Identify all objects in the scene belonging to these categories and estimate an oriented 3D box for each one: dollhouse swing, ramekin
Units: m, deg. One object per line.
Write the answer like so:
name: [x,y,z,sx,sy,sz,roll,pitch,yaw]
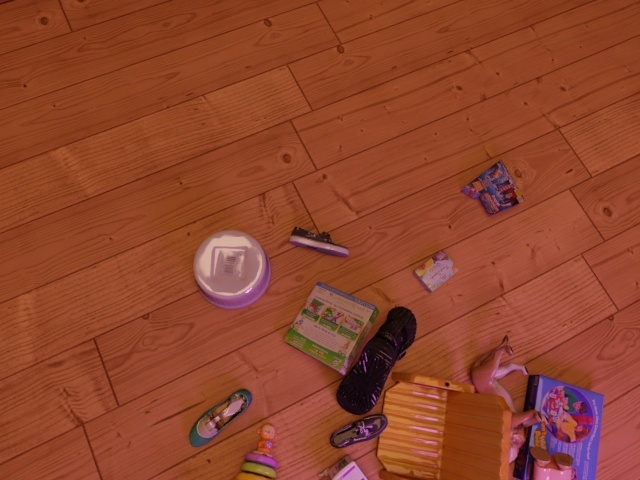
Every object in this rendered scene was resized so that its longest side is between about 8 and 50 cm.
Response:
dollhouse swing: [0.368,0.606,1.463,0.316,0.305,0.346,11,73,-1]
ramekin: [-0.314,0.095,1.658,0.278,0.135,0.276,1,72,-4]

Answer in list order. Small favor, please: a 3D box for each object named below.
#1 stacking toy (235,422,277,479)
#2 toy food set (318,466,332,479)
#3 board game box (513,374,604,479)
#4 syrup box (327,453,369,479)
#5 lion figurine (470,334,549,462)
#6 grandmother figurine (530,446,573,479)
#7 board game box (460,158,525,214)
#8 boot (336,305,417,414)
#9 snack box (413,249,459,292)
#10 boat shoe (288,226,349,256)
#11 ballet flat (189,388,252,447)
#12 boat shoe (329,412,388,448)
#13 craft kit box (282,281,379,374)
stacking toy: [-0.194,0.728,1.479,0.175,0.165,0.301,20,57,-8]
toy food set: [0.061,0.767,1.536,0.122,0.019,0.077,-23,76,-11]
board game box: [0.808,0.660,1.595,0.234,0.078,0.346,18,72,1]
syrup box: [0.131,0.803,1.476,0.096,0.093,0.236,-36,86,-13]
lion figurine: [0.596,0.537,1.591,0.240,0.142,0.391,-29,54,29]
grandmother figurine: [0.719,0.831,1.469,0.208,0.104,0.341,7,101,30]
board game box: [0.669,-0.196,1.864,0.194,0.060,0.194,-22,76,-9]
boot: [0.198,0.406,1.593,0.131,0.347,0.260,33,31,13]
snack box: [0.431,0.115,1.759,0.141,0.037,0.100,-36,80,-14]
boat shoe: [0.000,0.000,1.747,0.229,0.080,0.076,14,73,8]
ballet flat: [-0.330,0.573,1.532,0.247,0.087,0.083,-38,79,-14]
boat shoe: [0.127,0.625,1.542,0.206,0.065,0.075,-23,67,2]
craft kit box: [0.035,0.292,1.609,0.250,0.061,0.246,21,67,33]
